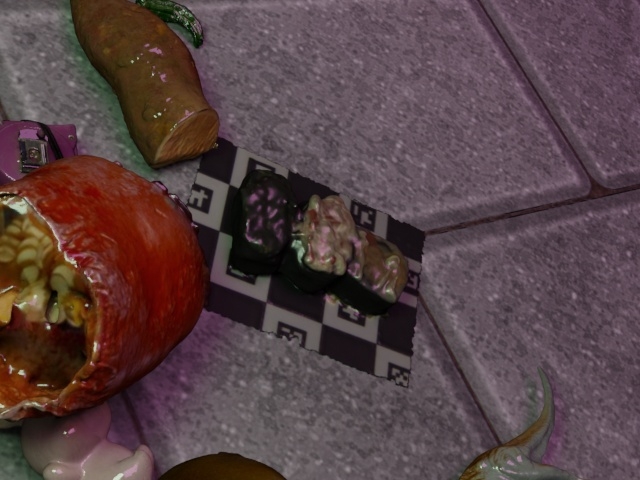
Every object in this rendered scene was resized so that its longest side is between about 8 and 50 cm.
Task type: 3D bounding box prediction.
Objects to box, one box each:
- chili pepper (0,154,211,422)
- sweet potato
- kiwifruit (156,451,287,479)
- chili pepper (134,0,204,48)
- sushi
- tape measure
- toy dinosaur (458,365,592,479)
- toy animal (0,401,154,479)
[{"bbox_3d":[-0.259,0.040,1.185,0.229,0.305,0.251,-7,98,7],"label":"chili pepper"},{"bbox_3d":[-0.255,-0.261,1.560,0.131,0.131,0.337,-16,69,-39],"label":"sweet potato"},{"bbox_3d":[-0.109,0.333,1.171,0.196,0.196,0.234,17,52,-20],"label":"kiwifruit"},{"bbox_3d":[-0.227,-0.338,1.696,0.118,0.035,0.055,30,59,-23],"label":"chili pepper"},{"bbox_3d":[0.000,0.000,1.541,0.373,0.100,0.296,24,49,-15],"label":"sushi"},{"bbox_3d":[-0.364,-0.099,1.406,0.118,0.074,0.125,2,55,-29],"label":"tape measure"},{"bbox_3d":[0.280,0.320,1.493,0.205,0.092,0.393,23,57,-8],"label":"toy dinosaur"},{"bbox_3d":[-0.278,0.207,1.210,0.212,0.124,0.124,45,47,-1],"label":"toy animal"}]
